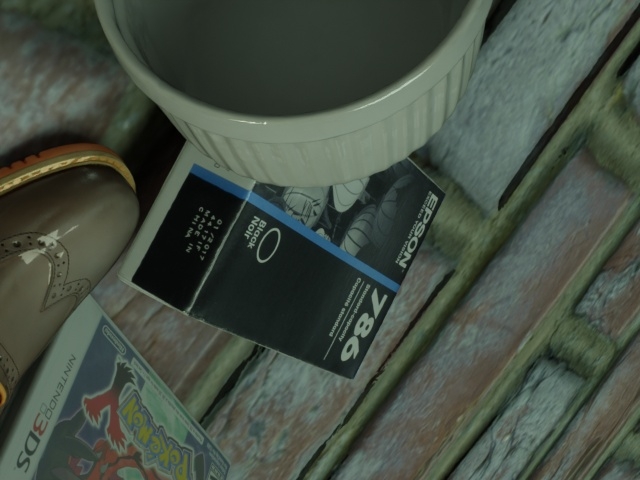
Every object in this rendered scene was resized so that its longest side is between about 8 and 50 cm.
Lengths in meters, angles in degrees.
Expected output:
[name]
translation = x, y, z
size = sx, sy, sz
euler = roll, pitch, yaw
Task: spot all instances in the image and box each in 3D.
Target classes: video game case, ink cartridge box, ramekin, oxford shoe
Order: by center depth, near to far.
[ramekin]
translation = -0.008, -0.127, 0.678
size = 0.207, 0.207, 0.109
euler = -44, 158, -12
[oxford shoe]
translation = -0.212, 0.099, 0.696
size = 0.364, 0.132, 0.130
euler = -48, 147, -14
[video game case]
translation = -0.135, 0.160, 0.812
size = 0.201, 0.023, 0.183
euler = 57, 35, -36
[ink cartridge box]
translation = 0.000, 0.000, 0.886
size = 0.165, 0.065, 0.332
euler = -64, 154, -2
